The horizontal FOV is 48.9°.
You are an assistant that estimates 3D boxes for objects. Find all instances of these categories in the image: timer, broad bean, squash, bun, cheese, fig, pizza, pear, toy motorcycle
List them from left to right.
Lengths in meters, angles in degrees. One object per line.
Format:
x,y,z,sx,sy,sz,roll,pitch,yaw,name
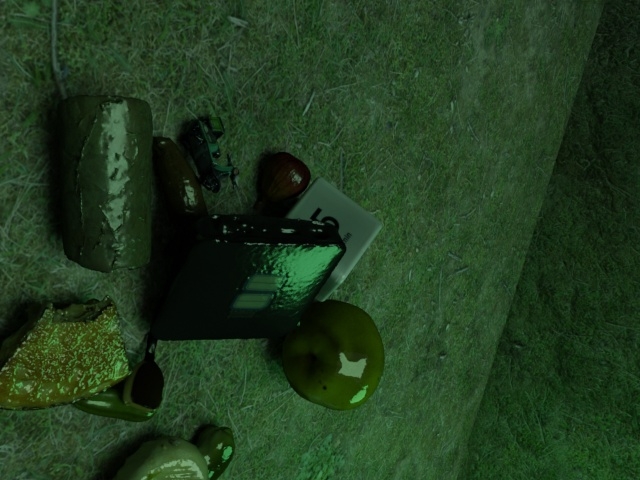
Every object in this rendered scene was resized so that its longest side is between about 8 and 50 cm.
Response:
-0.477,0.198,1.287,0.323,0.089,0.223,0,109,-54,pizza
-0.420,0.333,1.436,0.201,0.066,0.066,24,84,-46,squash
-0.362,0.270,1.459,0.086,0.036,0.162,32,48,-38,cheese
-0.351,0.556,1.528,0.259,0.160,0.259,6,81,-36,bun
-0.274,0.525,1.689,0.174,0.082,0.124,-54,138,-8,broad bean
-0.222,-0.173,1.431,0.100,0.058,0.173,-3,66,-47,toy motorcycle
-0.086,-0.131,1.637,0.119,0.119,0.153,39,72,-51,fig
0.000,0.000,1.674,0.194,0.195,0.192,-52,179,-25,timer
0.037,0.299,1.838,0.294,0.294,0.294,-23,121,-46,pear

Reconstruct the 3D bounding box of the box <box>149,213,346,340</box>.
-0.155,0.090,1.473,0.359,0.091,0.350,4,136,-31,box

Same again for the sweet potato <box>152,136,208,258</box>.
-0.287,-0.070,1.421,0.085,0.112,0.285,-74,157,-61,sweet potato

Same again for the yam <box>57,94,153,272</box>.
-0.375,-0.107,1.236,0.168,0.168,0.304,-14,113,-49,yam
